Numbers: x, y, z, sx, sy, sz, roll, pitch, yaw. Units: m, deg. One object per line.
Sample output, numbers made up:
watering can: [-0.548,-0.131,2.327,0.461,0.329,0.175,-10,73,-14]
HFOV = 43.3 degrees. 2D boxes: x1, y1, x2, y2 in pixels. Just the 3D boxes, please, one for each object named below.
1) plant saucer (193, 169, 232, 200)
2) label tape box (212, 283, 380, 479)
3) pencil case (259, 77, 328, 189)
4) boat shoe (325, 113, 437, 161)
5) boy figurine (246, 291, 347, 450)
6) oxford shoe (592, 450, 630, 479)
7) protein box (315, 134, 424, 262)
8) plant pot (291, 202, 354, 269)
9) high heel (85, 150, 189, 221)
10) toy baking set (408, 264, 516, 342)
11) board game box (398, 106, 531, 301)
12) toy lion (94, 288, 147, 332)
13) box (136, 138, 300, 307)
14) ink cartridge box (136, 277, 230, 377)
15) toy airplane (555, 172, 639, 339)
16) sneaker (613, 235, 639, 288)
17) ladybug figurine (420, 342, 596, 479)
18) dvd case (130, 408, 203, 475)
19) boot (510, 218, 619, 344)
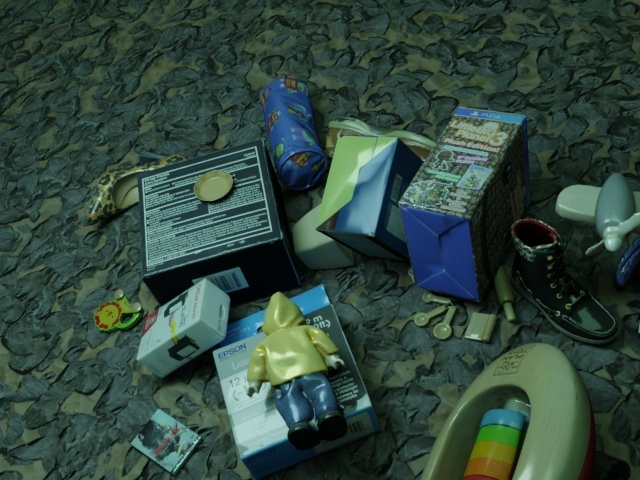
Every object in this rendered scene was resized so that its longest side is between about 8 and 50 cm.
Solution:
plant saucer: [-0.219,-0.109,1.662,0.083,0.015,0.083,-8,51,10]
label tape box: [-0.064,0.237,1.526,0.249,0.115,0.348,-22,53,-1]
pencil case: [-0.061,-0.254,1.884,0.119,0.133,0.306,-51,36,33]
boat shoe: [0.151,-0.187,1.795,0.324,0.122,0.120,19,91,30]
boy figurine: [-0.051,0.218,1.407,0.177,0.092,0.285,-23,50,-2]
oxford shoe: [0.392,0.432,1.279,0.227,0.083,0.096,-48,30,-16]
protein box: [0.117,-0.080,1.607,0.136,0.201,0.200,8,78,33]
plant pot: [0.000,0.000,1.695,0.096,0.109,0.109,-22,50,15]
high heel: [-0.421,-0.121,1.907,0.186,0.093,0.261,14,50,32]
toy baking set: [0.274,0.090,1.589,0.196,0.030,0.256,-9,52,10]
board game box: [0.287,-0.072,1.553,0.141,0.232,0.291,13,52,29]
toy lion: [-0.439,0.162,1.746,0.100,0.034,0.096,29,73,32]
box: [-0.219,-0.025,1.722,0.296,0.183,0.294,-15,52,3]
ink cartridge box: [-0.271,0.172,1.603,0.175,0.072,0.127,-33,31,22]
toy airplane: [0.650,-0.013,1.339,0.386,0.272,0.384,-30,70,0]
sneaker: [0.639,0.022,1.505,0.221,0.083,0.087,-35,61,-7]
ladybug figurine: [0.299,0.362,1.251,0.305,0.162,0.449,-24,31,57]
dvd case: [-0.295,0.384,1.544,0.119,0.013,0.087,25,64,30]
boot: [0.434,0.074,1.458,0.085,0.179,0.236,-39,52,-14]
